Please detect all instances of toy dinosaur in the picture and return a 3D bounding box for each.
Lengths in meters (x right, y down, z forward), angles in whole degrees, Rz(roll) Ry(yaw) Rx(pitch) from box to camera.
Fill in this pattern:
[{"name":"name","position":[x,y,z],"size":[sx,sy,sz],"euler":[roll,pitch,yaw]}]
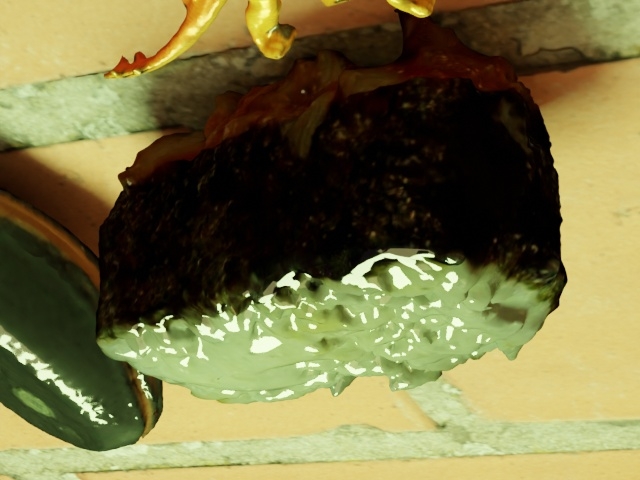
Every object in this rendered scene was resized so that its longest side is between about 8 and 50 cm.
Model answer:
[{"name":"toy dinosaur","position":[-0.020,-0.162,0.860],"size":[0.288,0.070,0.117],"euler":[-13,130,27]}]

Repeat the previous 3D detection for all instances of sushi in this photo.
[{"name":"sushi","position":[0.000,0.000,1.009],"size":[0.343,0.182,0.196],"euler":[-16,144,38]}]

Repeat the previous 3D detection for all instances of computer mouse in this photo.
[{"name":"computer mouse","position":[-0.241,0.034,1.186],"size":[0.323,0.116,0.183],"euler":[45,149,-22]}]
